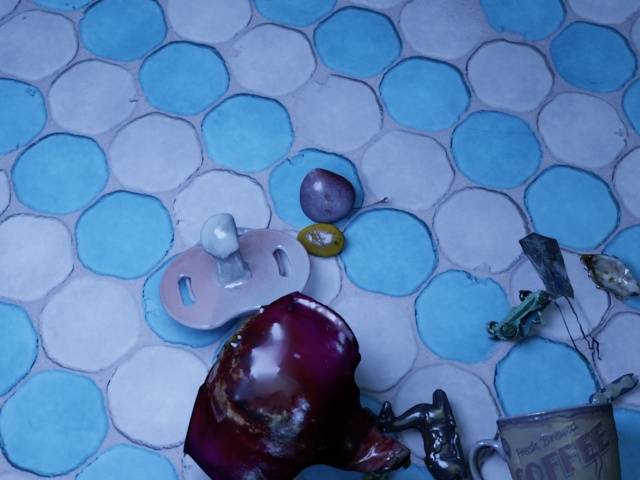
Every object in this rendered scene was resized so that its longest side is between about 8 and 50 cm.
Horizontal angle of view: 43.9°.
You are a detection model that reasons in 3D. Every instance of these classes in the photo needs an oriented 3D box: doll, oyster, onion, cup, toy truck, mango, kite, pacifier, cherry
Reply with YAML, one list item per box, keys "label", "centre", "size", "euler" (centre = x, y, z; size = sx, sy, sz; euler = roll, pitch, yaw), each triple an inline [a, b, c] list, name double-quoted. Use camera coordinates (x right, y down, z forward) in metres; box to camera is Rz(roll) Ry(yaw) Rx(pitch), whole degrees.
- label: "doll"
  centre: [0.629, 0.322, 1.701]
  size: [0.125, 0.027, 0.037]
  euler: [-29, 63, -13]
- label: "oyster"
  centre: [0.647, 0.082, 1.790]
  size: [0.103, 0.051, 0.148]
  euler: [-26, 70, -31]
- label: "onion"
  centre: [-0.025, 0.333, 1.516]
  size: [0.420, 0.398, 0.398]
  euler: [33, 69, -7]
- label: "cup"
  centre: [0.440, 0.465, 1.554]
  size: [0.301, 0.227, 0.257]
  euler: [-14, 70, 24]
- label: "toy truck"
  centre: [0.441, 0.176, 1.741]
  size: [0.154, 0.080, 0.078]
  euler: [-40, 100, -16]
- label: "mango"
  centre: [0.000, 0.000, 1.804]
  size: [0.114, 0.057, 0.079]
  euler: [-1, 100, 18]
- label: "kite"
  centre: [0.526, 0.120, 1.742]
  size: [0.169, 0.015, 0.310]
  euler: [5, 59, -45]
- label: "pacifier"
  centre: [-0.186, 0.063, 1.695]
  size: [0.332, 0.273, 0.220]
  euler: [-16, 85, -7]
- label: "cherry"
  centre: [0.041, -0.111, 1.799]
  size: [0.188, 0.148, 0.115]
  euler: [-13, 22, 18]

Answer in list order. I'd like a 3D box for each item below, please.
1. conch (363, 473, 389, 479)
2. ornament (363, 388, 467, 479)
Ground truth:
- label: "conch"
  centre: [0.083, 0.538, 1.575]
  size: [0.105, 0.079, 0.170]
  euler: [12, 56, 2]
- label: "ornament"
  centre: [0.162, 0.422, 1.623]
  size: [0.236, 0.080, 0.202]
  euler: [-8, 65, -8]
